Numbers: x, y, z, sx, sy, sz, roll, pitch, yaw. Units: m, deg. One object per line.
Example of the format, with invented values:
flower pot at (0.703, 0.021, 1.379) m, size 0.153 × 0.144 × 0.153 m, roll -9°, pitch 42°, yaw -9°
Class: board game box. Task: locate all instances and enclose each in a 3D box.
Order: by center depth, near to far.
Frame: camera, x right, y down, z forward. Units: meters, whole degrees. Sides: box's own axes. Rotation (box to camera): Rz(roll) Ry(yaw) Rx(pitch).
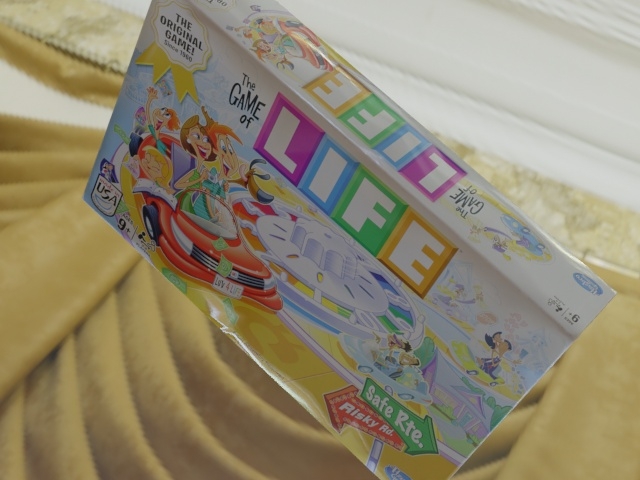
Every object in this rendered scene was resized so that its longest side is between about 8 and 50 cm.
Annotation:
board game box at (0.000, 0.000, 0.401) m, size 0.154 × 0.026 × 0.103 m, roll 42°, pitch -43°, yaw 11°
